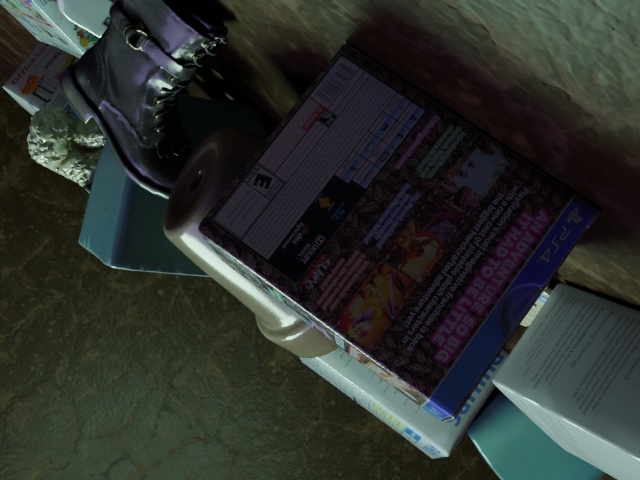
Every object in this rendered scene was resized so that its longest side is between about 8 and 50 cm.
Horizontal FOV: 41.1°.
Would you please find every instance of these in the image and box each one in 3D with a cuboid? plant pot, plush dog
[{"bbox_3d":[0.408,0.402,1.669,0.234,0.165,0.166,40,-172,6],"label":"plant pot"},{"bbox_3d":[-0.056,-0.018,1.029,0.229,0.263,0.263,29,175,-26],"label":"plant pot"},{"bbox_3d":[-0.200,-0.089,1.273,0.247,0.252,0.248,7,-175,-26],"label":"plant pot"},{"bbox_3d":[-0.318,-0.179,1.432,0.211,0.225,0.262,30,-178,27],"label":"plush dog"}]

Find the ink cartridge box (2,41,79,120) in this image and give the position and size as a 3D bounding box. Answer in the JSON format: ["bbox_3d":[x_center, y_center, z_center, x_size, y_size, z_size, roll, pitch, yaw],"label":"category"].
[{"bbox_3d":[-0.441,-0.268,1.622,0.233,0.171,0.168,31,168,32],"label":"ink cartridge box"}]

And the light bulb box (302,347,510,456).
[{"bbox_3d":[0.153,0.238,1.707,0.361,0.225,0.358,35,170,11],"label":"light bulb box"}]

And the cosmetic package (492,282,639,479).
[{"bbox_3d":[0.386,0.199,0.888,0.197,0.155,0.366,43,168,-34],"label":"cosmetic package"}]

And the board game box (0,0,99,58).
[{"bbox_3d":[-0.432,-0.397,1.208,0.224,0.097,0.303,30,166,43],"label":"board game box"}]

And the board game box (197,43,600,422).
[{"bbox_3d":[0.072,-0.003,0.837,0.291,0.232,0.141,36,171,11],"label":"board game box"}]

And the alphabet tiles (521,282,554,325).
[{"bbox_3d":[0.220,0.039,1.132,0.284,0.021,0.278,44,170,-33],"label":"alphabet tiles"}]

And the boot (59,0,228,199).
[{"bbox_3d":[-0.184,-0.186,1.035,0.263,0.091,0.229,44,129,-12],"label":"boot"}]

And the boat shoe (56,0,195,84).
[{"bbox_3d":[-0.261,-0.295,1.179,0.219,0.078,0.070,37,-155,-35],"label":"boat shoe"}]
